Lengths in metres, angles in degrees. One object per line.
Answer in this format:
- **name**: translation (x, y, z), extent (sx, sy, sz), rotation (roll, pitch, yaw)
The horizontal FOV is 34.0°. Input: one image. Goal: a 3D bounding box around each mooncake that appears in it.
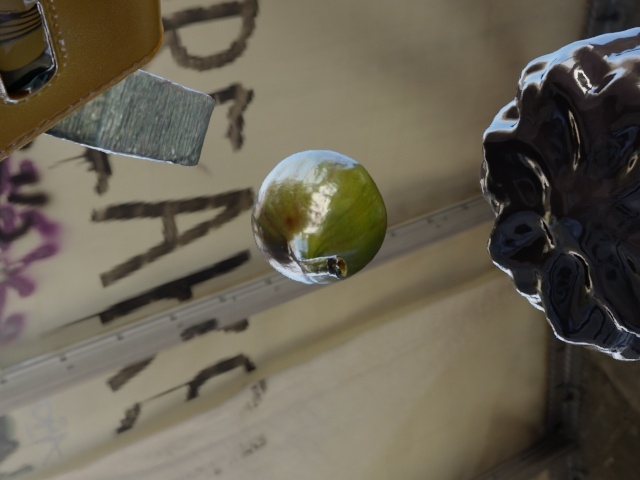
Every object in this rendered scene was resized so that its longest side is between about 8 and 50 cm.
- **mooncake**: translation (0.258, -0.035, 0.876), extent (0.283, 0.141, 0.283), rotation (31, -51, 48)

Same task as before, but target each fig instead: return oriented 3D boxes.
- **fig**: translation (0.000, 0.000, 0.898), extent (0.236, 0.124, 0.124), rotation (-92, 177, -70)

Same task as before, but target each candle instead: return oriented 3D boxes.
- **candle**: translation (-0.172, -0.103, 0.798), extent (0.168, 0.192, 0.068), rotation (-152, -104, -70)

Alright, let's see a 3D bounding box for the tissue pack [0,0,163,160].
- **tissue pack**: translation (-0.178, -0.155, 0.472), extent (0.145, 0.194, 0.274), rotation (48, -17, 9)
